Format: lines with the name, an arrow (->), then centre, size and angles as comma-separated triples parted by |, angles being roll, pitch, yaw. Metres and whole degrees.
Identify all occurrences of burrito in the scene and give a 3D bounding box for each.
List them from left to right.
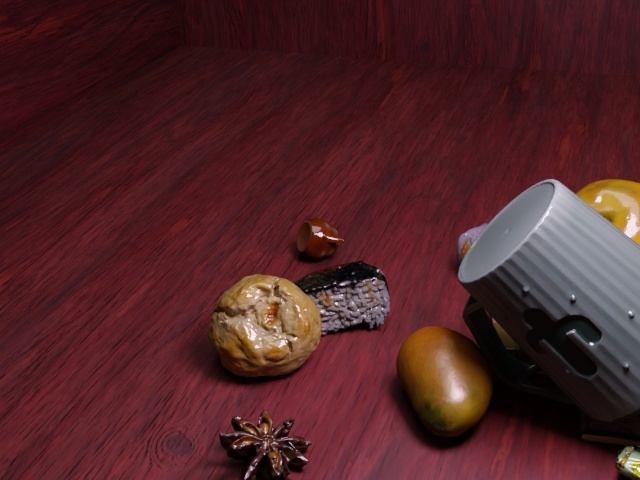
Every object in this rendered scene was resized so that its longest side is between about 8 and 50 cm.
burrito -> 0.616, 0.436, 1.416 | 0.104, 0.054, 0.288 | -26, 37, -36

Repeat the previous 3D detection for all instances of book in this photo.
book -> 0.595, 0.319, 1.660 | 0.157, 0.026, 0.231 | 6, 30, 14

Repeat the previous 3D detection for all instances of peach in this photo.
peach -> 0.725, -0.004, 1.996 | 0.308, 0.289, 0.289 | 18, 10, -43

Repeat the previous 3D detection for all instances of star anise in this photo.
star anise -> -0.096, 0.397, 1.522 | 0.177, 0.073, 0.234 | 8, 24, -13

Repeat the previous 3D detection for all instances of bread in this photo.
bread -> -0.122, 0.181, 1.793 | 0.244, 0.134, 0.244 | 0, 68, -1

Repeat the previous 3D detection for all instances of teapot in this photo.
teapot -> 0.000, 0.000, 2.215 | 0.116, 0.116, 0.173 | -19, 6, -28

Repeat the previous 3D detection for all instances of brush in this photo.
brush -> 0.422, 0.191, 1.883 | 0.103, 0.047, 0.233 | -1, 28, 3

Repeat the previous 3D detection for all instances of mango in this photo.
mango -> 0.251, 0.273, 1.659 | 0.175, 0.139, 0.254 | -22, 40, -3

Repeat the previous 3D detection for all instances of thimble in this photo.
thimble -> 0.420, 0.036, 2.080 | 0.151, 0.127, 0.118 | -12, 29, -21

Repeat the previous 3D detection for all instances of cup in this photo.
cup -> 0.456, 0.139, 1.580 | 0.392, 0.401, 0.310 | 41, 15, -6

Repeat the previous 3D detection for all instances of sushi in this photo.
sushi -> 0.045, 0.130, 1.934 | 0.225, 0.136, 0.126 | -6, 20, 3
